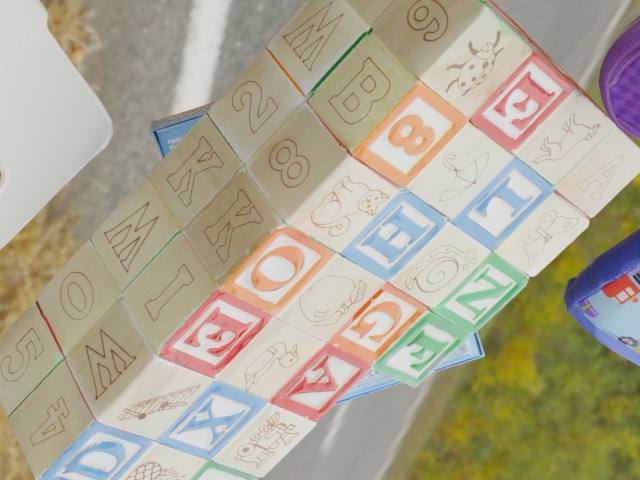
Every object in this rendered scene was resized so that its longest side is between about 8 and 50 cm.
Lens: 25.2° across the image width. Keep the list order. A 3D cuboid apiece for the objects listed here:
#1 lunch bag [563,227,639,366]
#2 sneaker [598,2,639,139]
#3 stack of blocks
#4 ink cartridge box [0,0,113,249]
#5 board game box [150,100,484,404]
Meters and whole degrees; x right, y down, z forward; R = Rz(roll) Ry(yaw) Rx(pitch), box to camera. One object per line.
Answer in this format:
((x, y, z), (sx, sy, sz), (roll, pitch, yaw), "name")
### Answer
((0.348, 0.039, 1.087), (0.221, 0.293, 0.138), (-38, -140, 42), "lunch bag")
((0.211, -0.048, 0.565), (0.104, 0.236, 0.095), (-47, 134, -34), "sneaker")
((-0.001, 0.008, 0.710), (0.297, 0.087, 0.171), (-46, 140, 12), "stack of blocks")
((-0.269, -0.118, 0.631), (0.207, 0.119, 0.353), (-47, 132, -17), "ink cartridge box")
((0.000, 0.000, 0.925), (0.160, 0.211, 0.039), (-18, -164, -1), "board game box")
